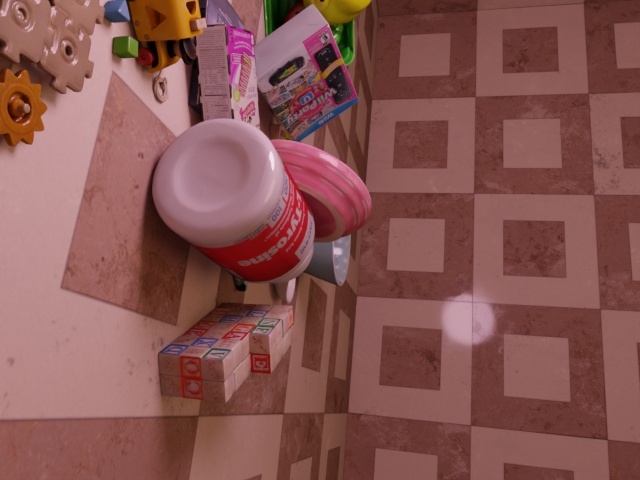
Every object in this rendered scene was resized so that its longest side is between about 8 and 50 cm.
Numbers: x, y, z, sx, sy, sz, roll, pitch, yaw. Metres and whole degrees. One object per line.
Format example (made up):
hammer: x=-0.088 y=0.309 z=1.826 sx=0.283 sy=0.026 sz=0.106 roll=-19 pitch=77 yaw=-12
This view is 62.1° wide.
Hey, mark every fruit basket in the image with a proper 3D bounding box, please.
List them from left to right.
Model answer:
fruit basket: x=-0.012 y=-0.650 z=1.411 sx=0.392 sy=0.283 sz=0.392 roll=177 pitch=-90 yaw=-89

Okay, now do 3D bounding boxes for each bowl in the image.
bowl: x=0.000 y=0.000 z=1.829 sx=0.311 sy=0.163 sz=0.311 roll=1 pitch=90 yaw=-77

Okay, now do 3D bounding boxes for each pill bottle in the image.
pill bottle: x=-0.140 y=-0.046 z=1.067 sx=0.408 sy=0.229 sz=0.229 roll=57 pitch=37 yaw=-68

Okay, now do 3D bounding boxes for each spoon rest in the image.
spoon rest: x=-0.105 y=0.083 z=1.564 sx=0.276 sy=0.084 sz=0.137 roll=73 pitch=23 yaw=-52

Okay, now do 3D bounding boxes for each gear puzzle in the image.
gear puzzle: x=-0.334 y=-0.272 z=0.631 sx=0.175 sy=0.044 sz=0.339 roll=40 pitch=55 yaw=-76

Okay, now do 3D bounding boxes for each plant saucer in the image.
plant saucer: x=-0.046 y=-0.099 z=1.275 sx=0.332 sy=0.332 sz=0.084 roll=73 pitch=36 yaw=-55

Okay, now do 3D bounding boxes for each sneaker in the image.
sneaker: x=-0.190 y=0.069 z=1.305 sx=0.069 sy=0.038 sz=0.098 roll=-72 pitch=169 yaw=-54

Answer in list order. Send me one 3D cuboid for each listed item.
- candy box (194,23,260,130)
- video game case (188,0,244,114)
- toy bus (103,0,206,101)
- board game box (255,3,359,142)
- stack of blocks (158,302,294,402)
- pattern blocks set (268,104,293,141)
candy box: x=-0.184 y=-0.309 z=1.085 sx=0.159 sy=0.071 sz=0.233 roll=-52 pitch=143 yaw=-69
video game case: x=-0.218 y=-0.385 z=1.142 sx=0.196 sy=0.026 sz=0.274 roll=32 pitch=60 yaw=-75
toy bus: x=-0.241 y=-0.355 z=0.864 sx=0.202 sy=0.104 sz=0.191 roll=52 pitch=42 yaw=-70
board game box: x=-0.044 y=-0.419 z=1.388 sx=0.097 sy=0.224 sz=0.303 roll=57 pitch=4 yaw=25
stack of blocks: x=-0.175 y=0.216 z=1.082 sx=0.297 sy=0.171 sz=0.087 roll=-41 pitch=131 yaw=-72
pattern blocks set: x=-0.115 y=-0.257 z=1.599 sx=0.285 sy=0.026 sz=0.325 roll=-58 pitch=147 yaw=-66
